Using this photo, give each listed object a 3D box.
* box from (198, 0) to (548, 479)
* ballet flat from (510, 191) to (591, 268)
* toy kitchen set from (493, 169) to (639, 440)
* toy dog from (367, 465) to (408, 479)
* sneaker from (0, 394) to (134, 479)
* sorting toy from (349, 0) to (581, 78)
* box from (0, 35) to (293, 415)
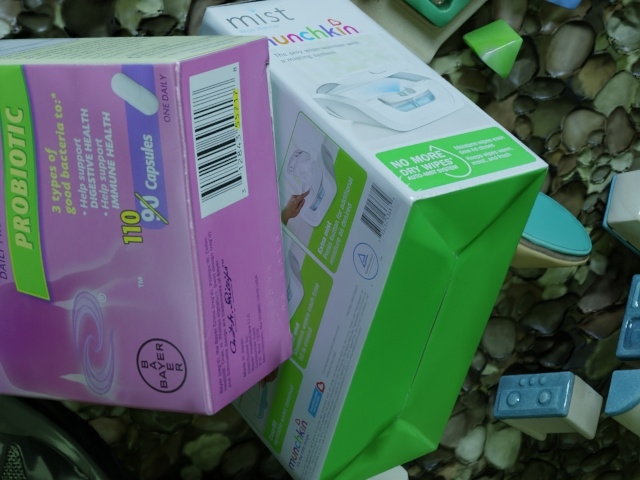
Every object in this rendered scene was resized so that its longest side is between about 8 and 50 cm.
[{"bbox_3d":[0.000,0.000,0.974,0.126,0.231,0.262,-15,135,-36],"label":"box"},{"bbox_3d":[0.124,-0.023,1.169,0.232,0.080,0.073,24,131,-30],"label":"ballet flat"},{"bbox_3d":[0.242,0.063,1.264,0.122,0.166,0.207,35,61,-35],"label":"toy kitchen set"},{"bbox_3d":[-0.019,0.358,1.196,0.408,0.284,0.395,31,118,-34],"label":"toy dog"},{"bbox_3d":[-0.241,0.185,1.089,0.130,0.087,0.227,-46,122,5],"label":"sneaker"},{"bbox_3d":[0.094,-0.228,1.006,0.196,0.047,0.347,-47,136,14],"label":"sorting toy"},{"bbox_3d":[-0.156,-0.017,0.895,0.117,0.243,0.214,-31,121,-61],"label":"box"}]
